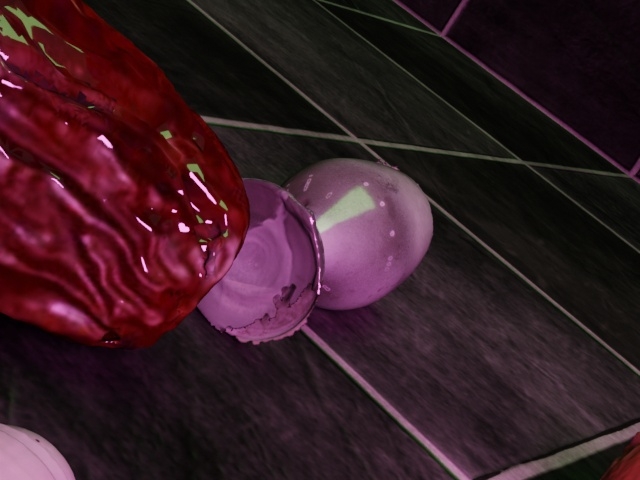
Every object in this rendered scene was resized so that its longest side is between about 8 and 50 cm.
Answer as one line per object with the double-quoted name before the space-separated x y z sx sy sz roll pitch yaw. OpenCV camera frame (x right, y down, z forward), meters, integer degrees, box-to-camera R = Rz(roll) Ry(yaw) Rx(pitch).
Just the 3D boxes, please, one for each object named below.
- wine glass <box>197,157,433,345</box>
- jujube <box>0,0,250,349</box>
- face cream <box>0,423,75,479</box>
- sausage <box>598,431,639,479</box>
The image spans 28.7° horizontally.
"wine glass" 0.000 0.000 0.965 0.126 0.126 0.241 38 20 17
"jujube" -0.201 -0.072 0.725 0.342 0.216 0.216 34 18 -12
"face cream" -0.143 0.115 0.385 0.102 0.102 0.345 33 1 2
"sausage" 0.262 0.227 0.792 0.148 0.148 0.254 17 26 -38
